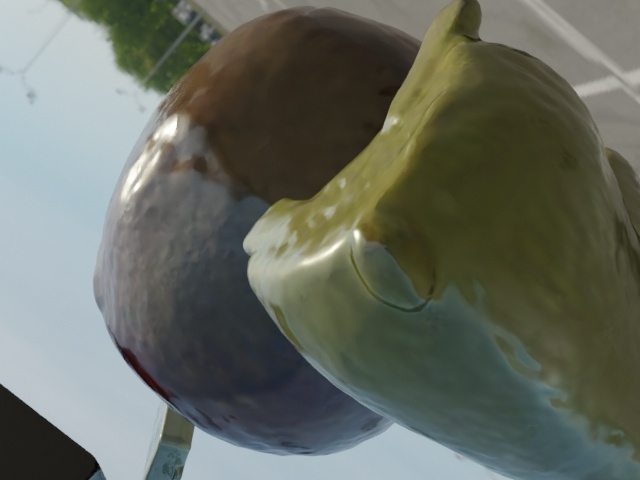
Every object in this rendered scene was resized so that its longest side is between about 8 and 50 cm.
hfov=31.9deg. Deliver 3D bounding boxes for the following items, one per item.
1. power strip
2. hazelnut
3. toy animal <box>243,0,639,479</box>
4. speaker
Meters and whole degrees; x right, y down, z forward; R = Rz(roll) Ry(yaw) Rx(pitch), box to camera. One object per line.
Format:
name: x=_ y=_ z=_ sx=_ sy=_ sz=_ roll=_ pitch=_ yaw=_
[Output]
power strip: x=-0.175 y=0.183 z=1.417 sx=0.046 sy=0.118 sz=0.270 roll=14 pitch=-132 yaw=-7
hazelnut: x=0.000 y=0.000 z=1.054 sx=0.352 sy=0.421 sz=0.421 roll=4 pitch=154 yaw=46
toy animal: x=0.128 y=0.061 z=0.552 sx=0.363 sy=0.181 sz=0.180 roll=39 pitch=-170 yaw=-30
speaker: x=-0.401 y=0.299 z=1.296 sx=0.254 sy=0.232 sz=0.184 roll=33 pitch=152 yaw=23
